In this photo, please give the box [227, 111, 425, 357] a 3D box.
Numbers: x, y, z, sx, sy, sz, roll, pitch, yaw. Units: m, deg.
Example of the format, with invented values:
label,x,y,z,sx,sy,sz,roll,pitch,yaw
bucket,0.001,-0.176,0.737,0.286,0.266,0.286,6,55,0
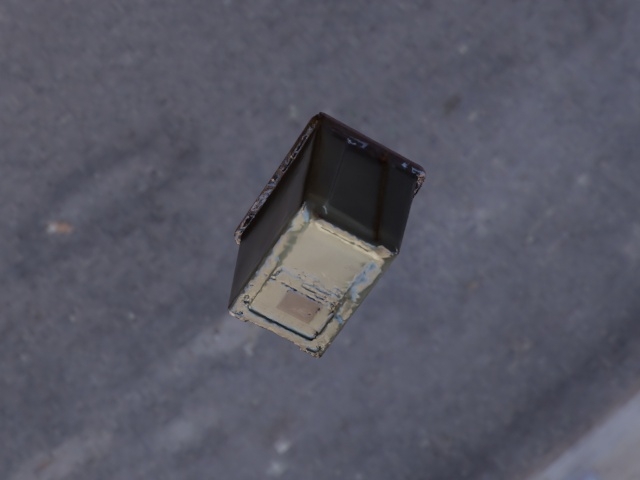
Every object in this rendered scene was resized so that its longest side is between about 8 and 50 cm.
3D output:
label,x,y,z,sx,sy,sz,roll,pitch,yaw
box,0.000,0.000,0.754,0.060,0.063,0.085,29,125,-10
